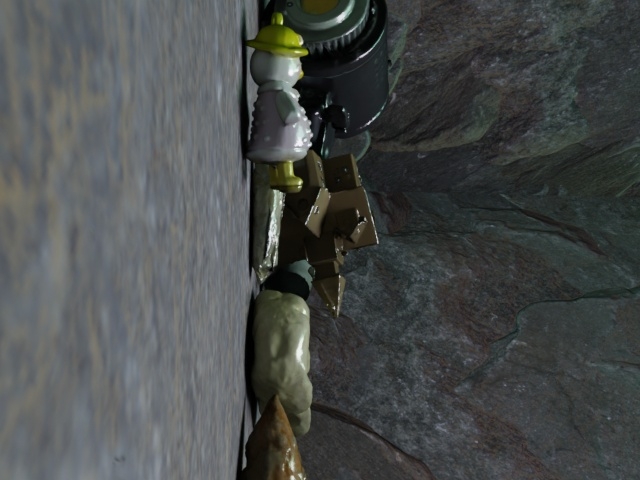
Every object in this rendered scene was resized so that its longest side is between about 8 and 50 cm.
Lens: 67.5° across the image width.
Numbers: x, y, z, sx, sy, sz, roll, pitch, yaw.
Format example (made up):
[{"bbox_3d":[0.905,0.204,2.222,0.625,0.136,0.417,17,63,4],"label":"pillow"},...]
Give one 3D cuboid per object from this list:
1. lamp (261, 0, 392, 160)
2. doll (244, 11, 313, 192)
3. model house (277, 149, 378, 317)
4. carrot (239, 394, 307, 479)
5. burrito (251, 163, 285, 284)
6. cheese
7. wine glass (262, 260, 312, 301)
[{"bbox_3d":[0.020,-0.329,0.840,0.272,0.205,0.374,86,18,-51],"label":"lamp"},{"bbox_3d":[-0.051,-0.161,0.569,0.129,0.081,0.207,-160,-112,-67],"label":"doll"},{"bbox_3d":[0.000,0.000,0.769,0.176,0.180,0.248,46,31,-70],"label":"model house"},{"bbox_3d":[-0.055,0.311,0.556,0.102,0.101,0.263,94,-7,-54],"label":"carrot"},{"bbox_3d":[-0.076,-0.032,0.672,0.058,0.045,0.188,4,90,-67],"label":"burrito"},{"bbox_3d":[-0.059,0.191,0.736,0.263,0.093,0.159,92,-5,-47],"label":"cheese"},{"bbox_3d":[0.021,0.002,0.959,0.309,0.264,0.096,-93,176,-61],"label":"wine glass"}]
